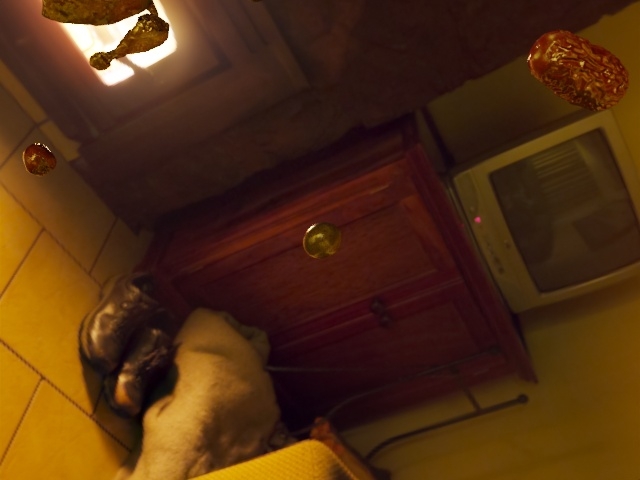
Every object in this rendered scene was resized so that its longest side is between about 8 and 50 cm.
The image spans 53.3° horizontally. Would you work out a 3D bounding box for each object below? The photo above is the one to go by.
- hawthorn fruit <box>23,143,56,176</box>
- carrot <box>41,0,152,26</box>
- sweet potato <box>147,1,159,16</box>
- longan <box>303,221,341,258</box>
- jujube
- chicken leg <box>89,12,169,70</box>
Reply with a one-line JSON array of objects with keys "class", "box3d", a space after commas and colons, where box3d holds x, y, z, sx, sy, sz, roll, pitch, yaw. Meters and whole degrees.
[{"class": "hawthorn fruit", "box3d": [-0.661, -0.191, 1.496, 0.077, 0.077, 0.077, 55, 22, -35]}, {"class": "carrot", "box3d": [-0.432, -0.603, 1.310, 0.241, 0.341, 0.241, 32, 19, -12]}, {"class": "sweet potato", "box3d": [-0.591, -0.815, 2.000, 0.265, 0.057, 0.057, 58, 18, 1]}, {"class": "longan", "box3d": [0.000, 0.000, 1.733, 0.106, 0.119, 0.106, 3, 86, -38]}, {"class": "jujube", "box3d": [0.435, -0.287, 1.083, 0.176, 0.109, 0.112, 21, -5, -16]}, {"class": "chicken leg", "box3d": [-0.540, -0.554, 1.806, 0.087, 0.251, 0.107, 62, 5, 14]}]
